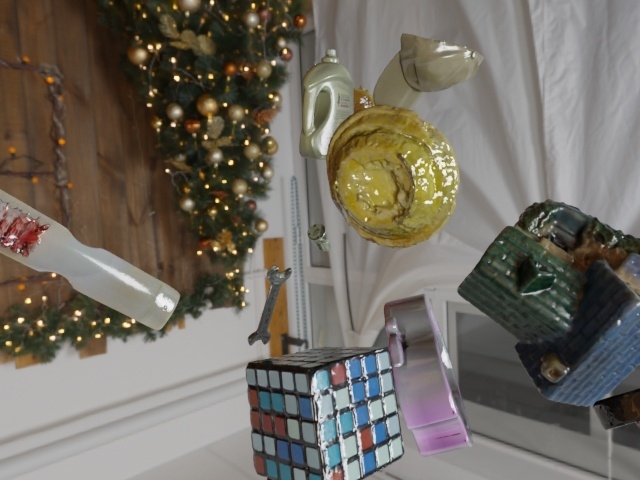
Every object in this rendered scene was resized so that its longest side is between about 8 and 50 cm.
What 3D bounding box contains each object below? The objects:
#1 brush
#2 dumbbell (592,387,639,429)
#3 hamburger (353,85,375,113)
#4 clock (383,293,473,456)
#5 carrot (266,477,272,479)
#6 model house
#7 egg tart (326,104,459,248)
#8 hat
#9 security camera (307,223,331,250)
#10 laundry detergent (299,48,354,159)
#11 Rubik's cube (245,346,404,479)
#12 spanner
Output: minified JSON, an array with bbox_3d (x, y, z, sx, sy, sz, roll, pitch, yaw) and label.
[{"bbox_3d":[-0.303,0.014,0.546,0.321,0.060,0.050,39,160,-33],"label":"brush"},{"bbox_3d":[0.655,0.401,0.906,0.152,0.218,0.153,-13,152,-7],"label":"dumbbell"},{"bbox_3d":[0.123,-0.440,1.628,0.159,0.185,0.131,-3,-163,5],"label":"hamburger"},{"bbox_3d":[0.227,0.282,1.006,0.102,0.339,0.338,-18,180,13],"label":"clock"},{"bbox_3d":[-0.108,0.599,1.291,0.070,0.070,0.342,-2,-146,7],"label":"carrot"},{"bbox_3d":[0.628,0.144,1.202,0.445,0.395,0.399,41,-148,19],"label":"model house"},{"bbox_3d":[0.121,-0.112,0.914,0.290,0.291,0.115,0,-159,32],"label":"egg tart"},{"bbox_3d":[0.203,-0.289,0.885,0.166,0.174,0.144,-7,-145,-35],"label":"hat"},{"bbox_3d":[0.000,0.000,1.320,0.058,0.058,0.092,-1,145,19],"label":"security camera"},{"bbox_3d":[0.015,-0.326,1.130,0.090,0.254,0.181,12,-164,34],"label":"laundry detergent"},{"bbox_3d":[0.003,0.278,0.766,0.184,0.182,0.187,-2,173,-41],"label":"Rubik's cube"},{"bbox_3d":[-0.104,0.136,0.941,0.053,0.255,0.015,-5,-133,-26],"label":"spanner"}]
